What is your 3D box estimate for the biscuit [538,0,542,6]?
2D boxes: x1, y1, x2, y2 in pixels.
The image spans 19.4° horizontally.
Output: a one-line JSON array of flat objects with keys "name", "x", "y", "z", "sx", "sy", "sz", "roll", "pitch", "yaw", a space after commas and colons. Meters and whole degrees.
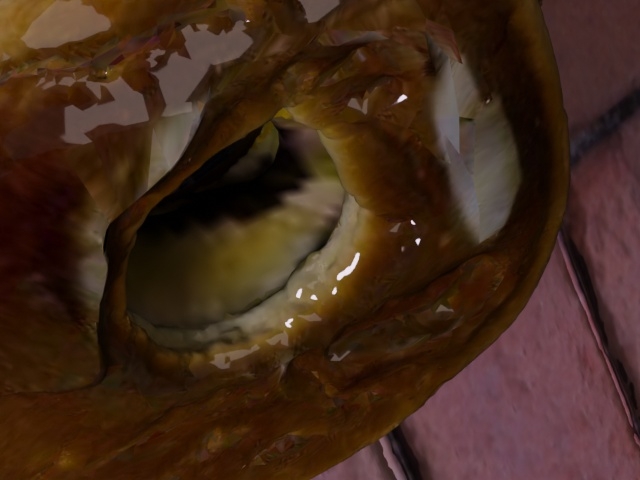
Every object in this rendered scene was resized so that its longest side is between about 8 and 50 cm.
[{"name": "biscuit", "x": 0.055, "y": -0.120, "z": 0.990, "sx": 0.131, "sy": 0.025, "sz": 0.231, "roll": 44, "pitch": 61, "yaw": -30}]

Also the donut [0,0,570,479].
[{"name": "donut", "x": -0.058, "y": -0.032, "z": 0.754, "sx": 0.330, "sy": 0.160, "sz": 0.330, "roll": -21, "pitch": 139, "yaw": -20}]

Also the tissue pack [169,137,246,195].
[{"name": "tissue pack", "x": 0.000, "y": 0.000, "z": 0.916, "sx": 0.122, "sy": 0.026, "sz": 0.193, "roll": -39, "pitch": 112, "yaw": -19}]
